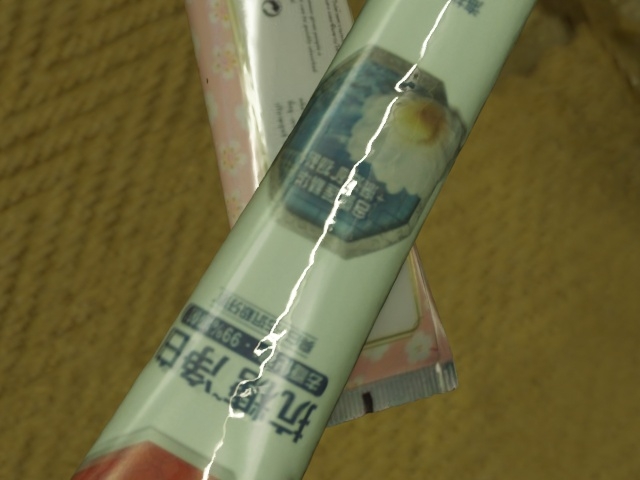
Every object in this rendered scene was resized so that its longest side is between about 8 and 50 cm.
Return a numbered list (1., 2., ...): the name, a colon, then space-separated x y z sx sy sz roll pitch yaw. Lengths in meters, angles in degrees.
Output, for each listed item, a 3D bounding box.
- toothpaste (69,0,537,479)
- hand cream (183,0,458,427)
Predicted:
1. toothpaste: 0.000 0.000 0.456 0.062 0.039 0.239 28 82 9
2. hand cream: -0.010 -0.050 0.506 0.067 0.043 0.210 -13 89 -31
